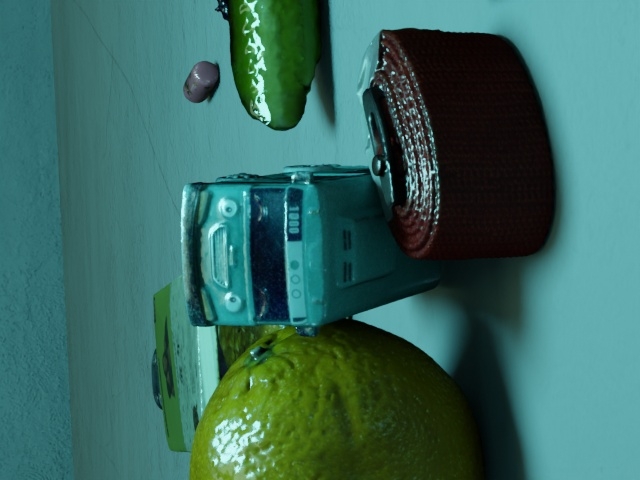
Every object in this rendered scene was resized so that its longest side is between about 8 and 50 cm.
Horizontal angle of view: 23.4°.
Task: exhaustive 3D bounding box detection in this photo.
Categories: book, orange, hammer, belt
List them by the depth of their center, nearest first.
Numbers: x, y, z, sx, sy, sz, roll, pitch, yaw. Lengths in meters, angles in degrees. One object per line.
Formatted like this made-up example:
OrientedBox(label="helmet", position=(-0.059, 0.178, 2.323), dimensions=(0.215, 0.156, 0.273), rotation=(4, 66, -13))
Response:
OrientedBox(label="belt", position=(0.095, -0.077, 1.216), dimensions=(0.128, 0.124, 0.201), rotation=(116, 146, -54))
OrientedBox(label="orange", position=(0.011, 0.192, 1.305), dimensions=(0.264, 0.264, 0.264), rotation=(177, 90, -72))
OrientedBox(label="book", position=(-0.185, 0.172, 2.127), dimensions=(0.352, 0.035, 0.239), rotation=(153, 113, -73))
OrientedBox(label="hammer", position=(-0.166, -0.221, 2.153), dimensions=(0.083, 0.043, 0.043), rotation=(130, 134, -66))

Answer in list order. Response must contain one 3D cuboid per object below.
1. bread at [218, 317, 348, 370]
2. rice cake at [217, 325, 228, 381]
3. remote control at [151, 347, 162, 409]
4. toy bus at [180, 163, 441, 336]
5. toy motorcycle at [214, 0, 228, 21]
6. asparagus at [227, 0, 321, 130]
OrientedBox(label="bread", position=(-0.050, 0.077, 1.716), dimensions=(0.210, 0.109, 0.192), rotation=(109, 151, -50))
OrientedBox(label="rice cake", position=(-0.127, 0.142, 2.066), dimensions=(0.081, 0.051, 0.290), rotation=(128, 136, -64))
OrientedBox(label="remote control", position=(-0.198, 0.217, 2.318), dimensions=(0.377, 0.044, 0.107), rotation=(178, 94, -72))
OrientedBox(label="toy bus", position=(0.000, 0.000, 1.301), dimensions=(0.256, 0.147, 0.128), rotation=(-13, -78, -63))
OrientedBox(label="toy motorcycle", position=(-0.088, -0.357, 1.791), dimensions=(0.080, 0.122, 0.215), rotation=(4, 111, 54))
OrientedBox(label="asparagus", position=(-0.057, -0.306, 1.683), dimensions=(0.128, 0.108, 0.382), rotation=(176, 91, -65))
